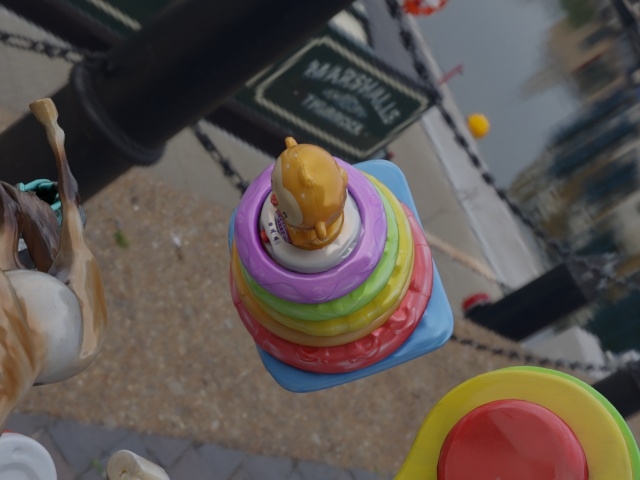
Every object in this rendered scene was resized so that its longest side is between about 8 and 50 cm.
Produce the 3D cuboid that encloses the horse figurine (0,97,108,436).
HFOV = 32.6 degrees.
[{"bbox_3d":[-0.154,0.017,0.522,0.263,0.066,0.174,-55,132,-85],"label":"horse figurine"}]

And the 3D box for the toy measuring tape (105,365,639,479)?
[{"bbox_3d":[0.046,0.113,0.562,0.121,0.330,0.121,-27,120,-60],"label":"toy measuring tape"}]

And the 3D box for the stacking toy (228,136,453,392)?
[{"bbox_3d":[0.000,0.000,0.778,0.302,0.165,0.175,70,2,-76],"label":"stacking toy"}]

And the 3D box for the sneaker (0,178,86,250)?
[{"bbox_3d":[-0.288,-0.030,1.157,0.065,0.076,0.166,46,17,8],"label":"sneaker"}]

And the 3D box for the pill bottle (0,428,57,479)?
[{"bbox_3d":[-0.329,0.201,0.949,0.108,0.193,0.108,-13,107,-51],"label":"pill bottle"}]
